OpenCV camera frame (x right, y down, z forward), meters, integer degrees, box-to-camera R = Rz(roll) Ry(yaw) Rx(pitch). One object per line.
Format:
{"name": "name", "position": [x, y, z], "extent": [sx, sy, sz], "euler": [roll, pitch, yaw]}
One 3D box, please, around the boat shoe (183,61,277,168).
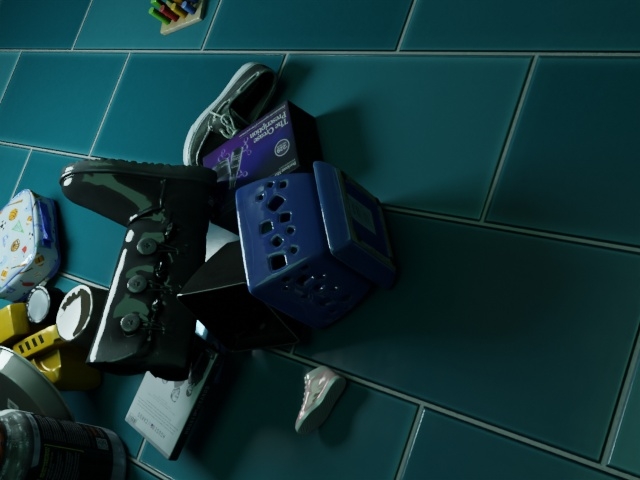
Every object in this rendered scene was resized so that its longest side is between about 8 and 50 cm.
{"name": "boat shoe", "position": [-0.202, -0.272, 1.998], "extent": [0.306, 0.113, 0.105], "euler": [-50, 32, 0]}

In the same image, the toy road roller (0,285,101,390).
{"name": "toy road roller", "position": [-0.661, 0.266, 2.105], "extent": [0.329, 0.202, 0.240], "euler": [-26, 67, 29]}

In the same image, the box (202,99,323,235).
{"name": "box", "position": [-0.126, -0.154, 1.889], "extent": [0.261, 0.103, 0.184], "euler": [-30, 56, 28]}

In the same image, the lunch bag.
{"name": "lunch bag", "position": [-0.826, 0.018, 2.415], "extent": [0.243, 0.115, 0.303], "euler": [-37, 50, 20]}

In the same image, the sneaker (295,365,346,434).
{"name": "sneaker", "position": [-0.012, 0.295, 1.623], "extent": [0.134, 0.051, 0.070], "euler": [-55, 44, 3]}

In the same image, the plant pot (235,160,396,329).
{"name": "plant pot", "position": [0.000, 0.000, 1.623], "extent": [0.212, 0.236, 0.236], "euler": [-26, 55, 24]}

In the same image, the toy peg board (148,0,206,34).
{"name": "toy peg board", "position": [-0.390, -0.667, 2.362], "extent": [0.161, 0.079, 0.161], "euler": [-8, 66, 39]}

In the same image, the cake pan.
{"name": "cake pan", "position": [-0.701, 0.377, 2.038], "extent": [0.293, 0.293, 0.054], "euler": [0, 33, 41]}

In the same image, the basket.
{"name": "basket", "position": [-0.459, 0.192, 1.935], "extent": [0.204, 0.227, 0.154], "euler": [-39, 50, 23]}

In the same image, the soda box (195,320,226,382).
{"name": "soda box", "position": [-0.239, 0.193, 1.853], "extent": [0.071, 0.067, 0.210], "euler": [0, 71, 41]}

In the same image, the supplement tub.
{"name": "supplement tub", "position": [-0.605, 0.480, 1.855], "extent": [0.207, 0.338, 0.207], "euler": [-18, 59, 34]}

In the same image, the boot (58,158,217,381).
{"name": "boot", "position": [-0.414, 0.059, 1.809], "extent": [0.367, 0.146, 0.445], "euler": [1, 72, 14]}

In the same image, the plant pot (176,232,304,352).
{"name": "plant pot", "position": [-0.136, 0.095, 1.726], "extent": [0.187, 0.188, 0.167], "euler": [-12, 40, 35]}

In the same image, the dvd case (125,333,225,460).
{"name": "dvd case", "position": [-0.305, 0.307, 1.796], "extent": [0.179, 0.029, 0.238], "euler": [26, 93, 43]}
